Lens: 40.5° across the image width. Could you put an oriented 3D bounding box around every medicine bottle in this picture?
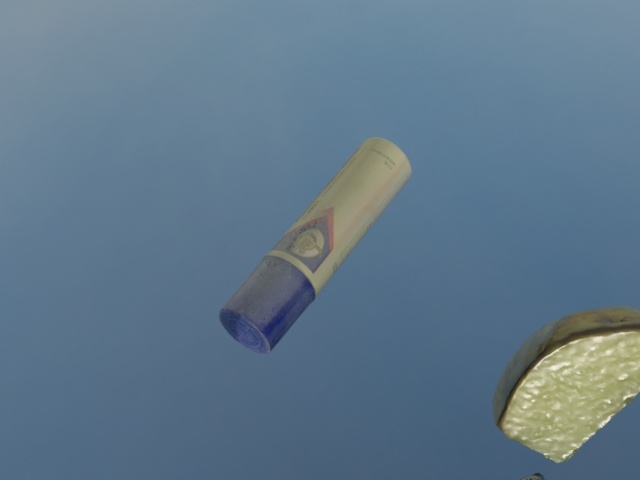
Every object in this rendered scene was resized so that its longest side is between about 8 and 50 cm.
[{"bbox_3d":[0.000,0.000,0.783,0.059,0.059,0.231,14,-128,38],"label":"medicine bottle"}]

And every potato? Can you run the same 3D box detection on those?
[{"bbox_3d":[0.198,0.077,0.673,0.081,0.149,0.120,32,-149,-7],"label":"potato"}]

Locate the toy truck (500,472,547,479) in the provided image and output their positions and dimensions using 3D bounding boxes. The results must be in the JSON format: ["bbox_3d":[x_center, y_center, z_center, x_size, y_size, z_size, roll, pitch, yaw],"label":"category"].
[{"bbox_3d":[0.248,0.458,1.340,0.268,0.124,0.155,-15,-178,23],"label":"toy truck"}]
